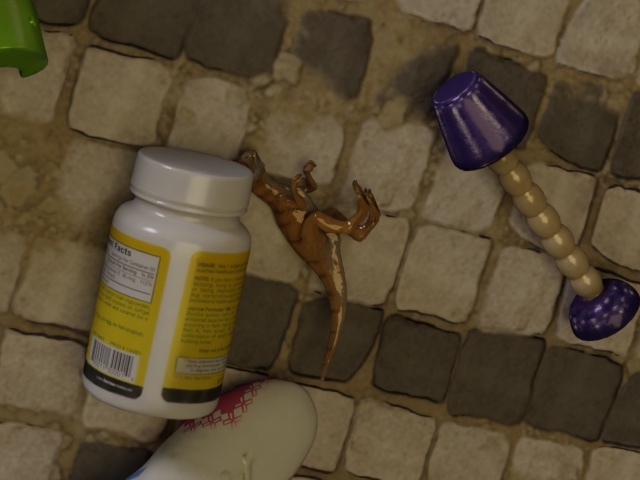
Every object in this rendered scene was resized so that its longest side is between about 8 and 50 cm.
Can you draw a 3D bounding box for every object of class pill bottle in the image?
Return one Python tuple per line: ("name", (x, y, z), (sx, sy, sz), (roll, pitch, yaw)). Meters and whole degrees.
("pill bottle", (-0.124, 0.034, 1.651), (0.119, 0.119, 0.208), (9, 102, -20))

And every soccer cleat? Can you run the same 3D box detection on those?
("soccer cleat", (-0.129, 0.247, 1.695), (0.331, 0.143, 0.116), (-35, 112, -7))

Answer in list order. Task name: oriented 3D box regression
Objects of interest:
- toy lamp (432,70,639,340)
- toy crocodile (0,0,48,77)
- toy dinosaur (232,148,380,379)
("toy lamp", (0.189, -0.033, 1.759), (0.080, 0.080, 0.275), (-37, 115, -5))
("toy crocodile", (-0.378, -0.115, 1.542), (0.340, 0.105, 0.115), (-27, 70, -9))
("toy dinosaur", (0.000, 0.000, 1.723), (0.112, 0.064, 0.211), (-28, 103, 10))
